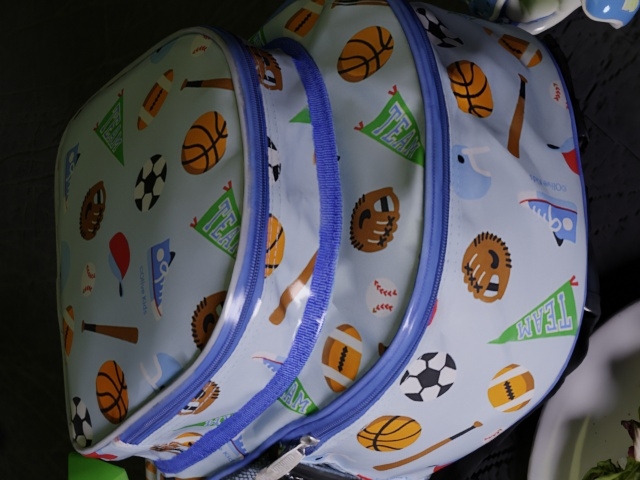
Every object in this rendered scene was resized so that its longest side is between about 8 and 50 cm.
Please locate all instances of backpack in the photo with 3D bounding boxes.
[{"bbox_3d":[0.000,0.000,0.858,0.263,0.213,0.276,-31,60,39],"label":"backpack"}]

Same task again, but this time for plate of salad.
[{"bbox_3d":[0.162,0.118,0.789,0.200,0.048,0.200,-8,79,46],"label":"plate of salad"}]

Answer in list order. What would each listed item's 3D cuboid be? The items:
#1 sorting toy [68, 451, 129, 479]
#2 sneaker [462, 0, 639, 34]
[{"bbox_3d":[-0.070,0.238,0.926,0.196,0.047,0.348,-7,49,4],"label":"sorting toy"},{"bbox_3d":[0.081,-0.149,0.891,0.211,0.080,0.081,7,86,49],"label":"sneaker"}]
